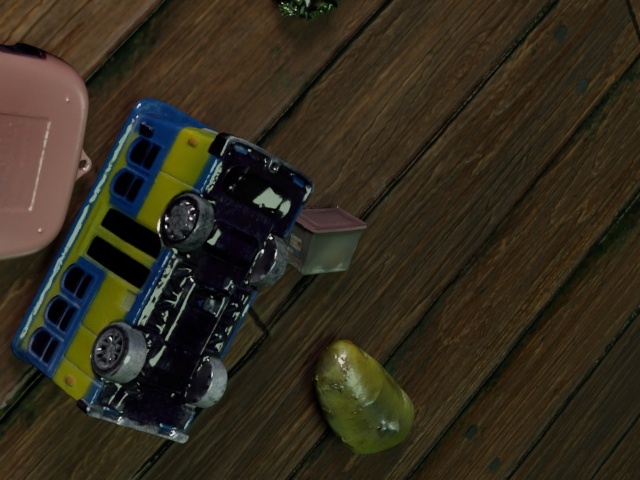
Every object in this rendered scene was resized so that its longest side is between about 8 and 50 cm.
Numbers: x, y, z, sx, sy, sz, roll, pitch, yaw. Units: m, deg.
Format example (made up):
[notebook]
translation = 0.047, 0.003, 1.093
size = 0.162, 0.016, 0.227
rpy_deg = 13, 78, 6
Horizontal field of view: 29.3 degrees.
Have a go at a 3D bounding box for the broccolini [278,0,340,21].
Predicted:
[broccolini]
translation = -0.079, -0.281, 1.201
size = 0.254, 0.071, 0.057
rpy_deg = 17, 139, -39

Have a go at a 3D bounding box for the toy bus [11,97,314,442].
[toy bus]
translation = -0.149, 0.027, 1.169
size = 0.138, 0.175, 0.287
rpy_deg = 28, 89, -46

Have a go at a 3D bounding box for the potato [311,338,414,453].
[potato]
translation = 0.052, 0.196, 1.503
size = 0.105, 0.085, 0.188
rpy_deg = -46, 129, -20

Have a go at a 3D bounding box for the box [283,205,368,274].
[box]
translation = 0.000, 0.000, 1.380
size = 0.085, 0.060, 0.063
rpy_deg = -6, 118, -42

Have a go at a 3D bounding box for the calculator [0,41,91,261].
[calculator]
translation = -0.335, -0.077, 1.039
size = 0.330, 0.048, 0.220
rpy_deg = 2, 107, -42
